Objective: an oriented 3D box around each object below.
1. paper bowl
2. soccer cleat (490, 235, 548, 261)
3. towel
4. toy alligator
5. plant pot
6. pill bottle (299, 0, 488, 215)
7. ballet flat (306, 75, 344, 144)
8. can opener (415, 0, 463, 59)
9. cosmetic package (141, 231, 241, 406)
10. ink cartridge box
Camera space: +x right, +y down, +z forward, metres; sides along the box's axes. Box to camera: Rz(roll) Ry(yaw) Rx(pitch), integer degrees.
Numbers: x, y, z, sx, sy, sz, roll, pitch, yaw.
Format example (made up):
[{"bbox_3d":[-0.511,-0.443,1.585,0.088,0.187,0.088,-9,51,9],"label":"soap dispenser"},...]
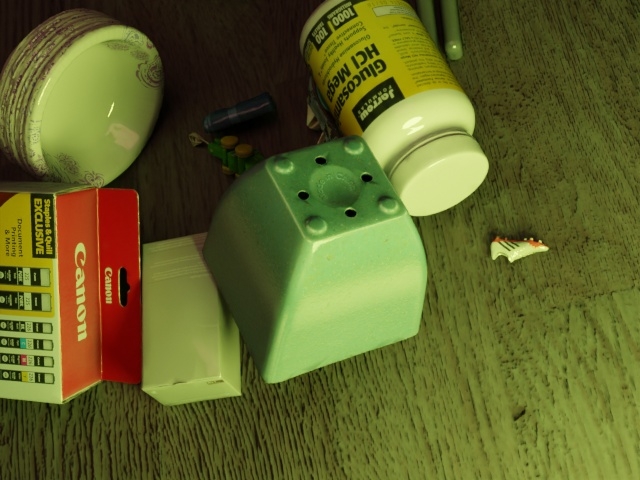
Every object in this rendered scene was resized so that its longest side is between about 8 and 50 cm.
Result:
[{"bbox_3d":[-0.394,-0.229,1.786,0.148,0.284,0.284,30,78,28],"label":"paper bowl"},{"bbox_3d":[0.284,0.015,1.614,0.083,0.029,0.035,5,77,23],"label":"soccer cleat"},{"bbox_3d":[-0.132,-0.206,1.821,0.120,0.067,0.029,-18,106,4],"label":"towel"},{"bbox_3d":[-0.139,-0.142,1.805,0.051,0.056,0.190,-21,36,-33],"label":"toy alligator"},{"bbox_3d":[0.000,0.000,1.533,0.247,0.252,0.247,-17,59,-20],"label":"plant pot"},{"bbox_3d":[0.112,-0.208,1.676,0.188,0.188,0.333,-28,61,3],"label":"pill bottle"},{"bbox_3d":[0.011,-0.180,1.770,0.070,0.070,0.188,-26,58,4],"label":"ballet flat"},{"bbox_3d":[0.179,-0.418,1.813,0.074,0.093,0.280,-8,69,12],"label":"can opener"},{"bbox_3d":[-0.192,0.116,1.672,0.127,0.107,0.237,-8,67,13],"label":"cosmetic package"},{"bbox_3d":[-0.413,0.072,1.665,0.272,0.130,0.309,2,99,17],"label":"ink cartridge box"}]
